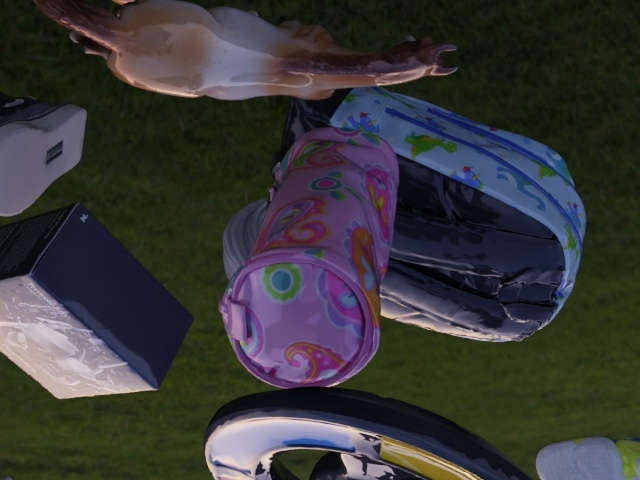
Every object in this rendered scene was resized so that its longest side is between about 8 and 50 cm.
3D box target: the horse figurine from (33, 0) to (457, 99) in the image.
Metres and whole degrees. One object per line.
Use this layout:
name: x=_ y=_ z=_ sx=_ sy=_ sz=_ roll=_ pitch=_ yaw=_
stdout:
horse figurine: x=-0.067 y=-0.130 z=0.592 sx=0.263 sy=0.174 sz=0.066 roll=5 pitch=108 yaw=-23

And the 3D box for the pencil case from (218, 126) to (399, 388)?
pencil case: x=0.000 y=0.000 z=0.746 sx=0.124 sy=0.284 sz=0.124 roll=3 pitch=118 yaw=6

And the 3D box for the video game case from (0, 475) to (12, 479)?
video game case: x=-0.390 y=0.310 z=0.835 sx=0.183 sy=0.201 sz=0.023 roll=-26 pitch=103 yaw=4

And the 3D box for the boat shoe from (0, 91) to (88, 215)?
boat shoe: x=-0.455 y=-0.130 z=1.254 sx=0.158 sy=0.340 sz=0.127 roll=13 pitch=107 yaw=3

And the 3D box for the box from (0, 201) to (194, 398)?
box: x=-0.480 y=0.127 z=1.717 sx=0.312 sy=0.179 sz=0.343 roll=-13 pitch=130 yaw=37

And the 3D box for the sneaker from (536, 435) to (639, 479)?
sneaker: x=0.409 y=0.299 z=1.190 sx=0.240 sy=0.091 sz=0.126 roll=2 pitch=179 yaw=18

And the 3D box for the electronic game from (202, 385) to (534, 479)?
electronic game: x=0.036 y=0.159 z=0.546 sx=0.229 sy=0.048 sz=0.229 roll=15 pitch=144 yaw=11

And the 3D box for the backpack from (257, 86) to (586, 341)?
backpack: x=0.138 y=-0.026 z=1.086 sx=0.355 sy=0.273 sz=0.290 roll=26 pitch=127 yaw=20

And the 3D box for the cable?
cable: x=-0.028 y=0.028 z=1.391 sx=0.257 sy=0.257 sz=0.089 roll=-17 pitch=138 yaw=-41

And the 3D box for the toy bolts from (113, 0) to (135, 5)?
toy bolts: x=-0.254 y=-0.369 z=0.976 sx=0.228 sy=0.158 sz=0.218 roll=10 pitch=106 yaw=14
